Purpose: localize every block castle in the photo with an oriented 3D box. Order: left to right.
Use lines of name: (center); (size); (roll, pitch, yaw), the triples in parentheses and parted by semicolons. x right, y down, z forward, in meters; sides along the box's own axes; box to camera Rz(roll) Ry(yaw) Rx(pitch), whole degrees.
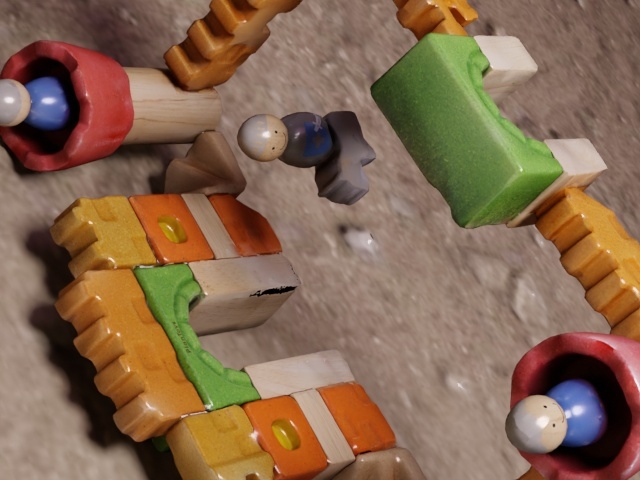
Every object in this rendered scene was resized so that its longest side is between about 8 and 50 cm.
block castle: (0.000, 0.000, 1.087); (0.213, 0.303, 0.453); (-6, 60, -53)
